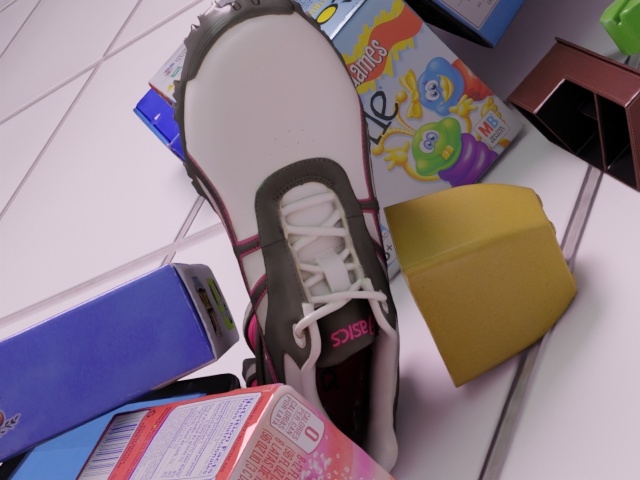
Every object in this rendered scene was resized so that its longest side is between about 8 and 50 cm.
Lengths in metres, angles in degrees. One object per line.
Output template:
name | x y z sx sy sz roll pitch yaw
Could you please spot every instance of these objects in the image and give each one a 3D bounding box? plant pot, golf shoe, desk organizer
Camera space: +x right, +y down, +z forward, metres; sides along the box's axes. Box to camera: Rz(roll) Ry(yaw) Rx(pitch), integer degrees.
plant pot | 0.091 0.014 0.849 0.083 0.081 0.081 -24 27 6
golf shoe | 0.000 0.000 0.835 0.105 0.273 0.120 -20 28 -14
desk organizer | 0.162 -0.076 0.911 0.050 0.047 0.130 -48 23 2

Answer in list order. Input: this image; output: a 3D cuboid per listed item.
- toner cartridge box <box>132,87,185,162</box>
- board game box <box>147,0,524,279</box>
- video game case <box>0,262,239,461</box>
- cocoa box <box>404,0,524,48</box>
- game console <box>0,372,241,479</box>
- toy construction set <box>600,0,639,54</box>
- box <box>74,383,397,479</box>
toner cartridge box | -0.010 -0.203 1.378 0.348 0.075 0.165 -47 22 0
board game box | 0.000 -0.098 1.104 0.144 0.142 0.275 -48 22 -1
video game case | -0.183 0.094 0.902 0.269 0.061 0.244 -25 -2 0
cocoa box | 0.030 -0.314 1.107 0.231 0.228 0.347 -57 28 3
game console | -0.238 0.165 1.071 0.293 0.250 0.173 -16 64 51
toy construction set | 0.241 -0.288 0.845 0.309 0.237 0.257 -35 16 21
box | -0.075 0.229 0.704 0.154 0.142 0.300 -18 37 50
